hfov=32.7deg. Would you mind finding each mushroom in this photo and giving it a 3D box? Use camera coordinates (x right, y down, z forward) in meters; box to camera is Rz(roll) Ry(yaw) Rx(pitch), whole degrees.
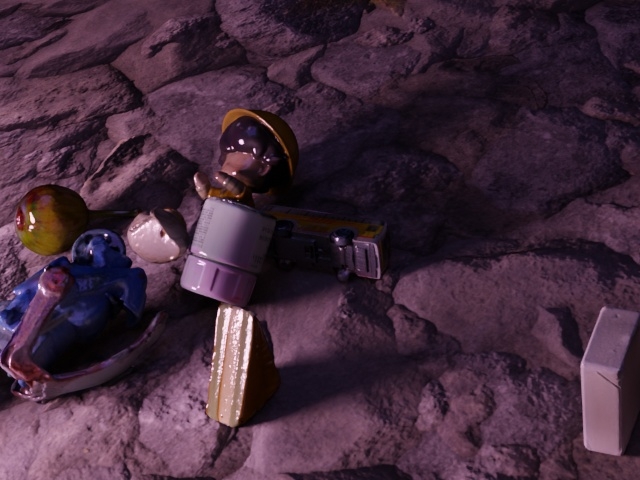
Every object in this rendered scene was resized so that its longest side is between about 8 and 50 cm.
[{"bbox_3d":[-0.294,-0.013,1.976,0.108,0.096,0.247,-15,7,-6],"label":"mushroom"}]

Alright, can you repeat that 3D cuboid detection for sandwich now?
[{"bbox_3d":[-0.137,0.195,1.700,0.079,0.163,0.113,16,48,32],"label":"sandwich"}]

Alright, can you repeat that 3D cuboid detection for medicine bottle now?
[{"bbox_3d":[-0.161,0.020,1.895,0.135,0.135,0.169,15,85,31],"label":"medicine bottle"}]

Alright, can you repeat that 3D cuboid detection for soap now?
[{"bbox_3d":[0.408,0.197,1.519,0.063,0.183,0.121,10,45,26],"label":"soap"}]

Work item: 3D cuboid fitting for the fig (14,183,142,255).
[{"bbox_3d":[-0.475,-0.049,2.152,0.245,0.149,0.149,-7,31,-32],"label":"fig"}]

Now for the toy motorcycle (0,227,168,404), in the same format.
[{"bbox_3d":[-0.415,0.141,1.882,0.319,0.241,0.182,-43,6,-25],"label":"toy motorcycle"}]

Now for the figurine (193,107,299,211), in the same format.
[{"bbox_3d":[-0.139,-0.129,2.102,0.192,0.167,0.257,6,66,41],"label":"figurine"}]

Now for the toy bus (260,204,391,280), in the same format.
[{"bbox_3d":[0.000,0.000,1.962,0.268,0.092,0.106,9,34,26],"label":"toy bus"}]
